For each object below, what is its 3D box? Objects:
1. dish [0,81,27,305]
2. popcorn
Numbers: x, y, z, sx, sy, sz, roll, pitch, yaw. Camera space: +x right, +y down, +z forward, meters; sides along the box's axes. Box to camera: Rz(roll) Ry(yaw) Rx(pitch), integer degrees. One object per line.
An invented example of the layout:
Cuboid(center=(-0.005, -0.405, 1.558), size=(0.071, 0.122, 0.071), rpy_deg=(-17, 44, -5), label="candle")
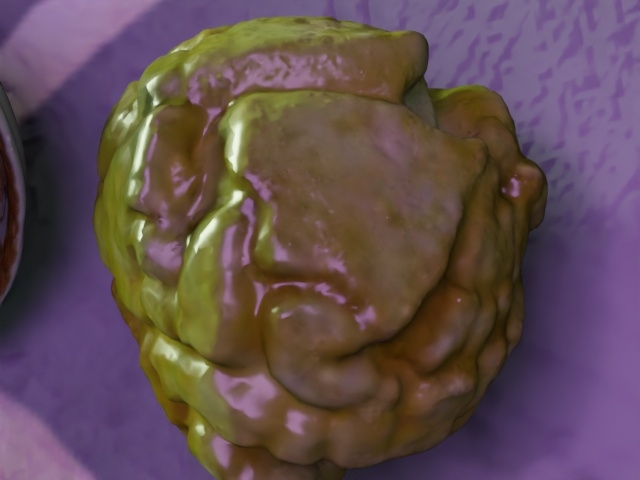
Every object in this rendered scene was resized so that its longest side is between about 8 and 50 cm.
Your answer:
Cuboid(center=(-0.143, -0.034, 0.510), size=(0.141, 0.078, 0.141), rpy_deg=(4, 118, 8), label="dish")
Cuboid(center=(0.000, 0.000, 0.433), size=(0.106, 0.116, 0.121), rpy_deg=(-26, 27, -14), label="popcorn")
